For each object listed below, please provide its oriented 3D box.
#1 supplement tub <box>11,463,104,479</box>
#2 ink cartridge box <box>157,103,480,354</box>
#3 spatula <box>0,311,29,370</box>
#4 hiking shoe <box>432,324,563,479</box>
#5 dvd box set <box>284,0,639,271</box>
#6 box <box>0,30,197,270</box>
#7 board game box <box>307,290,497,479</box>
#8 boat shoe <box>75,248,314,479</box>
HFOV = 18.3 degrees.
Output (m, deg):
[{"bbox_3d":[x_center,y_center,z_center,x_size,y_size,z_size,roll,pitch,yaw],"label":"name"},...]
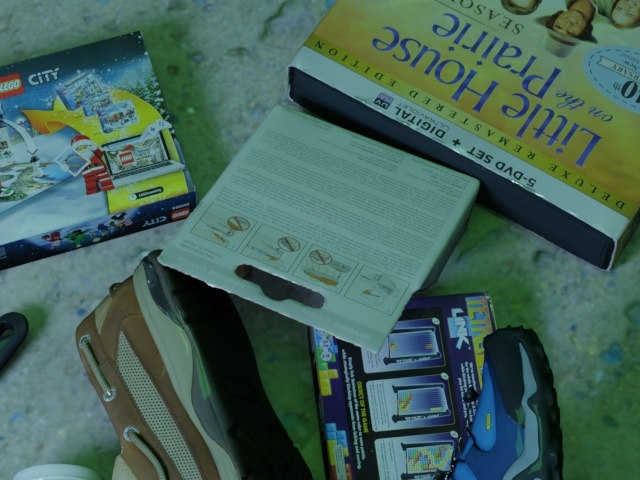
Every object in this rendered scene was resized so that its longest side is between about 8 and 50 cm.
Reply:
[{"bbox_3d":[-0.187,0.220,1.410,0.071,0.071,0.107,-3,62,-2],"label":"supplement tub"},{"bbox_3d":[0.000,0.000,1.501,0.181,0.056,0.225,22,43,11],"label":"ink cartridge box"},{"bbox_3d":[-0.315,0.163,1.460,0.084,0.030,0.296,30,64,23],"label":"spatula"},{"bbox_3d":[0.097,0.205,1.365,0.132,0.113,0.304,4,81,9],"label":"hiking shoe"},{"bbox_3d":[0.208,-0.211,1.656,0.307,0.062,0.420,30,65,15],"label":"dvd box set"},{"bbox_3d":[-0.230,-0.064,1.577,0.233,0.044,0.159,-15,63,-9],"label":"box"},{"bbox_3d":[0.069,0.127,1.478,0.141,0.048,0.170,-4,62,-5],"label":"board game box"},{"bbox_3d":[-0.086,0.166,1.428,0.120,0.122,0.324,-32,62,18],"label":"boat shoe"}]
